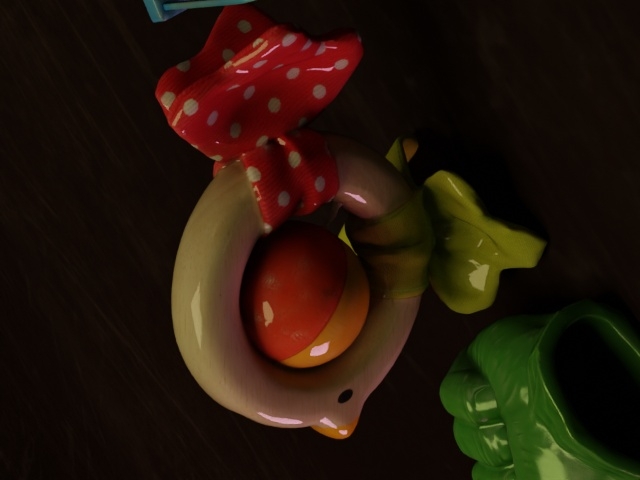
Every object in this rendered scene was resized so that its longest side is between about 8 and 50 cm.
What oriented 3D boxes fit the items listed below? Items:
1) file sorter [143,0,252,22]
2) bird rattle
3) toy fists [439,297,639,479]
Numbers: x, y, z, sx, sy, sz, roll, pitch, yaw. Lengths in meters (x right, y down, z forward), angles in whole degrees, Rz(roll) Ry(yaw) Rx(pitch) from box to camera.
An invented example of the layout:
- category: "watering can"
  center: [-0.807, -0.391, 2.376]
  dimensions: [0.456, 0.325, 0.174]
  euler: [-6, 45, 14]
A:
- category: "file sorter"
  center: [-0.051, -0.221, 0.890]
  dimensions: [0.104, 0.118, 0.170]
  euler: [4, 122, 53]
- category: "bird rattle"
  center: [0.000, 0.000, 0.907]
  dimensions: [0.143, 0.206, 0.253]
  euler: [16, 169, 40]
- category: "toy fists"
  center: [0.171, 0.167, 0.951]
  dimensions: [0.279, 0.096, 0.142]
  euler: [54, 153, 4]
